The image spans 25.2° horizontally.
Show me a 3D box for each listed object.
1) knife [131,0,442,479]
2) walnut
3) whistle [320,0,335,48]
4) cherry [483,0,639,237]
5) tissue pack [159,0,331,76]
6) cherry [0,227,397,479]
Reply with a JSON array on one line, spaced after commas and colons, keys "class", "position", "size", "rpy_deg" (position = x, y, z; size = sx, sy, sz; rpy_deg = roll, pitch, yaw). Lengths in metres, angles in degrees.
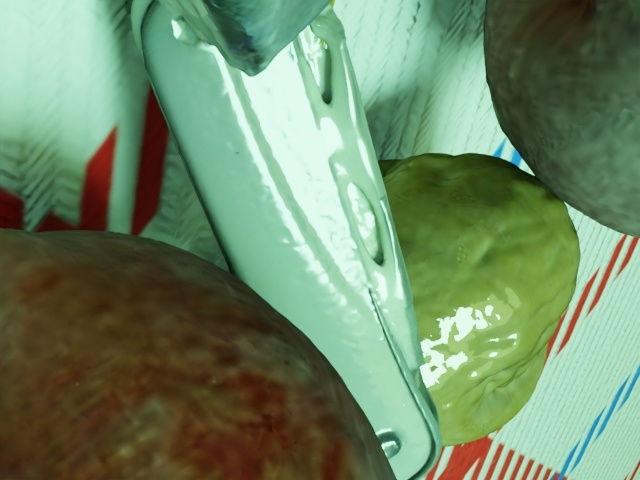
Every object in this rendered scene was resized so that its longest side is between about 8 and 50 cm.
[{"class": "knife", "position": [-0.003, 0.002, 0.567], "size": [0.073, 0.040, 0.265], "rpy_deg": [-18, 123, 2]}, {"class": "walnut", "position": [0.049, 0.028, 0.704], "size": [0.166, 0.149, 0.166], "rpy_deg": [-26, 168, -6]}, {"class": "whistle", "position": [0.010, -0.118, 0.566], "size": [0.057, 0.046, 0.109], "rpy_deg": [25, 96, -50]}, {"class": "cherry", "position": [0.208, -0.122, 0.640], "size": [0.221, 0.307, 0.261], "rpy_deg": [-91, -169, -56]}, {"class": "tissue pack", "position": [0.036, -0.243, 0.363], "size": [0.361, 0.122, 0.259], "rpy_deg": [-48, 153, -5]}, {"class": "cherry", "position": [-0.065, 0.105, 0.518], "size": [0.206, 0.239, 0.239], "rpy_deg": [3, 124, -33]}]
